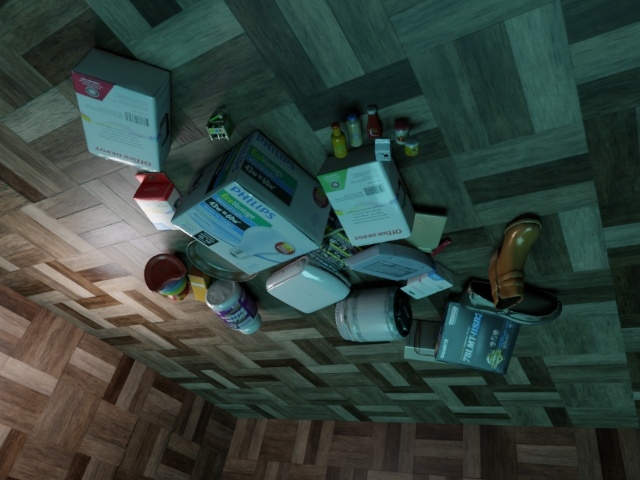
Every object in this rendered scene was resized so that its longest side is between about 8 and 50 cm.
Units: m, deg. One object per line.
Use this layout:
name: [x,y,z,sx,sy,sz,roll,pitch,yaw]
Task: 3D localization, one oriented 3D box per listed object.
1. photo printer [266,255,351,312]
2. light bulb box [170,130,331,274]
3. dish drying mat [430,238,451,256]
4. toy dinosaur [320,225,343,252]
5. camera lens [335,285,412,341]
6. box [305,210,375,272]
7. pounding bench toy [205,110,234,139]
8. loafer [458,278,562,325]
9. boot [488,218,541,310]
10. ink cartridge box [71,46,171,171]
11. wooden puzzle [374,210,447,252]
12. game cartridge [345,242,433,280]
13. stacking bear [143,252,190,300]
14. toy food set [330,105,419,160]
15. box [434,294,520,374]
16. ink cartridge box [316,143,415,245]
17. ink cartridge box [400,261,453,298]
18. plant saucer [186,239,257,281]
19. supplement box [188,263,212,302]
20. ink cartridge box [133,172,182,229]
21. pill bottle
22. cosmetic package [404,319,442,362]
photo printer: [-0.044,0.186,1.960,0.256,0.107,0.308,33,140,-26]
light bulb box: [-0.218,-0.103,1.527,0.361,0.225,0.358,-23,131,41]
dish drying mat: [0.424,0.027,1.644,0.083,0.008,0.032,-45,148,20]
toy dinosaur: [0.000,0.000,1.598,0.268,0.118,0.064,-18,106,33]
camera lens: [0.228,0.308,1.943,0.275,0.219,0.219,-10,138,28]
box: [0.033,0.005,1.732,0.270,0.060,0.216,34,139,-26]
pounding bench toy: [-0.303,-0.344,1.374,0.065,0.052,0.083,2,143,16]
loafer: [0.712,0.225,1.748,0.367,0.133,0.130,4,143,13]
boot: [0.625,0.080,1.507,0.109,0.220,0.283,17,144,-5]
ink cartridge box: [-0.562,-0.368,1.358,0.226,0.131,0.306,17,146,-6]
wooden puzzle: [0.305,-0.040,1.606,0.221,0.044,0.238,8,149,6]
game cartridge: [0.263,0.080,1.696,0.297,0.062,0.198,16,147,-38]
stacking bear: [-0.678,0.187,2.129,0.164,0.176,0.289,52,165,22]
toy food set: [0.148,-0.290,1.250,0.233,0.111,0.104,4,144,17]
box: [0.646,0.388,1.926,0.294,0.073,0.295,10,110,4]
ink cartridge box: [0.146,-0.133,1.417,0.202,0.117,0.278,-10,126,29]
ink cartridge box: [0.412,0.158,1.815,0.104,0.061,0.181,32,140,-24]
plant saucer: [-0.408,0.070,1.971,0.311,0.050,0.310,8,144,6]
supplement box: [-0.550,0.199,2.167,0.080,0.078,0.233,10,144,5]
ink cartridge box: [-0.585,-0.140,1.717,0.134,0.077,0.231,0,142,18]
pill bottle: [-0.397,0.318,2.200,0.170,0.169,0.301,-5,141,23]
cosmetic package: [0.533,0.460,2.113,0.297,0.153,0.129,3,142,12]
